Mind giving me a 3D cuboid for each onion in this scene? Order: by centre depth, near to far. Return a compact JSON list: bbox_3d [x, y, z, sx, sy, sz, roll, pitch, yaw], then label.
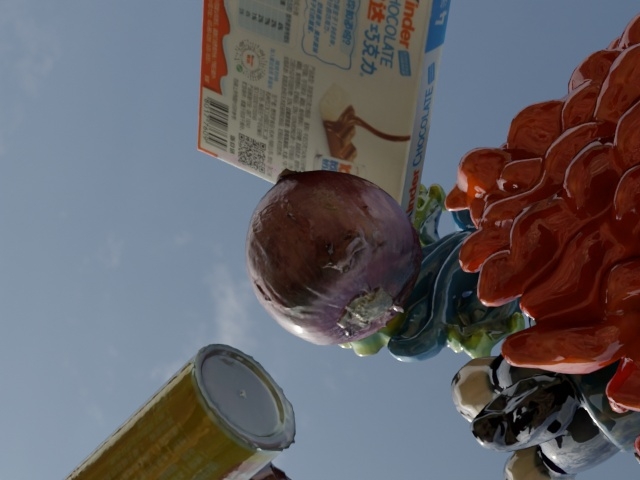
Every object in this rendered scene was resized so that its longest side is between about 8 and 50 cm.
[{"bbox_3d":[0.000,0.000,1.046,0.159,0.159,0.195,-42,-131,8],"label":"onion"}]

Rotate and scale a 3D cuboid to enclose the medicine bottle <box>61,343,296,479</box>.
[{"bbox_3d":[-0.107,0.139,0.574,0.218,0.074,0.074,-44,-128,23],"label":"medicine bottle"}]

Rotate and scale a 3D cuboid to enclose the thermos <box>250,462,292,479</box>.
[{"bbox_3d":[-0.146,0.210,0.702,0.136,0.330,0.109,-7,-87,63],"label":"thermos"}]

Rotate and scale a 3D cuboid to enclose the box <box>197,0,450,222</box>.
[{"bbox_3d":[-0.007,-0.170,1.157,0.265,0.048,0.273,26,-53,26],"label":"box"}]

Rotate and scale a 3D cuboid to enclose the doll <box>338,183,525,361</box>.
[{"bbox_3d":[0.164,0.004,1.205,0.346,0.099,0.341,5,-142,35],"label":"doll"}]

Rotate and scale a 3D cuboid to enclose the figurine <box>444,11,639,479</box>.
[{"bbox_3d":[0.215,0.011,0.584,0.306,0.412,0.241,-16,-113,-3],"label":"figurine"}]
